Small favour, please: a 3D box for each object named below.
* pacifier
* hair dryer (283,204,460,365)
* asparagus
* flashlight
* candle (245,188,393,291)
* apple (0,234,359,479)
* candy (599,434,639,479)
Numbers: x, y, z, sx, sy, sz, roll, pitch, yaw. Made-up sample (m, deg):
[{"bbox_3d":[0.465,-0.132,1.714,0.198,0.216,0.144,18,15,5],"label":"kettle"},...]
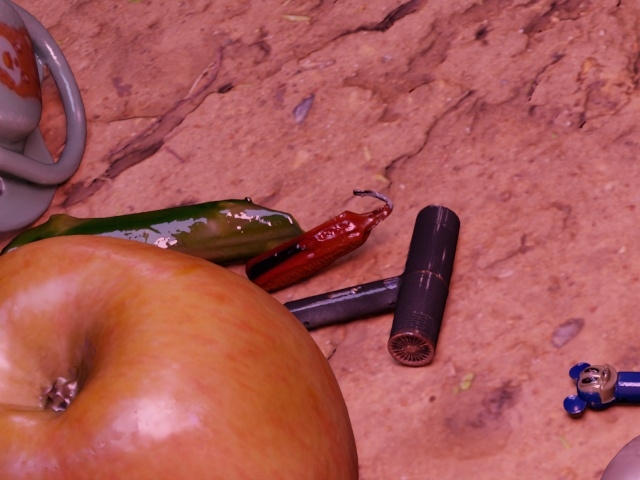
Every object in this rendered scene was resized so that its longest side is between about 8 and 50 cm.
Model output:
[{"bbox_3d":[-0.412,-0.134,1.943,0.269,0.288,0.343,-33,53,38],"label":"pacifier"},{"bbox_3d":[0.030,0.045,1.681,0.195,0.050,0.173,-5,41,22],"label":"hair dryer"},{"bbox_3d":[-0.171,0.005,1.772,0.343,0.082,0.085,-12,38,7],"label":"asparagus"},{"bbox_3d":[0.268,0.123,1.508,0.121,0.035,0.057,-1,44,21],"label":"flashlight"},{"bbox_3d":[0.000,0.000,1.711,0.162,0.053,0.048,-27,51,14],"label":"candle"},{"bbox_3d":[-0.159,0.181,1.384,0.391,0.346,0.391,-10,45,10],"label":"apple"},{"bbox_3d":[0.315,0.246,1.252,0.296,0.185,0.295,-7,60,12],"label":"candy"}]
